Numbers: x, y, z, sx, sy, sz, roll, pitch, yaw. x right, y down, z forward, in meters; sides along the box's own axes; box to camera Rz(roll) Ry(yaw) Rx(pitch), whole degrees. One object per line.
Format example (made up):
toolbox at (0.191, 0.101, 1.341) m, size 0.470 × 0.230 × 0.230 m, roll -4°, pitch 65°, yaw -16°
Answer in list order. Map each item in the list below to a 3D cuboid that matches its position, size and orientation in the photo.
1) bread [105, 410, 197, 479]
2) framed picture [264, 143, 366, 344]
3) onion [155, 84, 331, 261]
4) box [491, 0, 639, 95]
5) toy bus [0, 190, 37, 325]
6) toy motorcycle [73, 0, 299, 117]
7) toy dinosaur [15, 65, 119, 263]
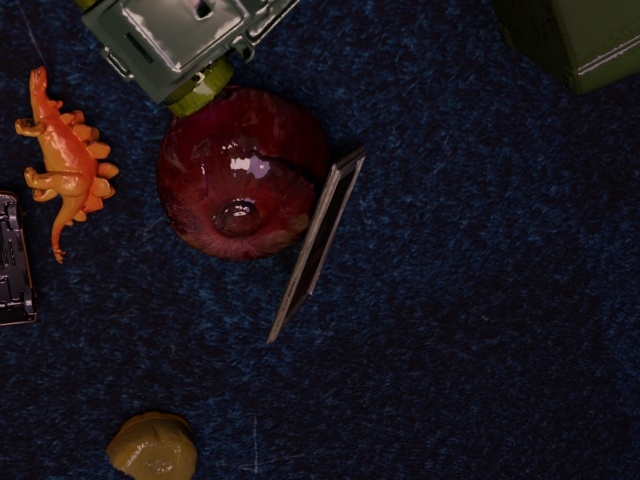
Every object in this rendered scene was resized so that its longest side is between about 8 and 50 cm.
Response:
bread at (-0.265, 0.352, 1.142) m, size 0.125 × 0.086 × 0.156 m, roll -37°, pitch 122°, yaw -9°
framed picture at (0.000, 0.000, 0.997) m, size 0.016 × 0.216 × 0.273 m, roll 23°, pitch 109°, yaw 7°
onion at (-0.102, -0.082, 0.931) m, size 0.246 × 0.190 × 0.246 m, roll -4°, pitch 129°, yaw -5°
box at (0.317, -0.336, 0.875) m, size 0.178 × 0.329 × 0.253 m, roll -27°, pitch 117°, yaw 11°
toy bus at (-0.436, 0.018, 0.935) m, size 0.083 × 0.088 × 0.194 m, roll -5°, pitch 117°, yaw -15°
toy motorcycle at (-0.116, -0.320, 0.825) m, size 0.326 × 0.200 × 0.191 m, roll -34°, pitch 117°, yaw 12°
toy dinosaur at (-0.332, -0.093, 0.929) m, size 0.117 × 0.070 × 0.288 m, roll -8°, pitch 121°, yaw -13°
